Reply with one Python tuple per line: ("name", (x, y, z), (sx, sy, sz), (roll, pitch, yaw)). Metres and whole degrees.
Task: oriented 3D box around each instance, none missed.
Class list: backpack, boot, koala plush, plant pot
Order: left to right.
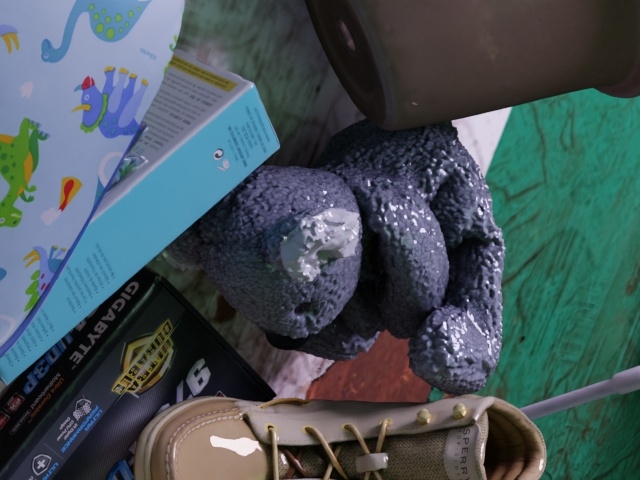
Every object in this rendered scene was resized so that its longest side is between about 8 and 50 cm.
("backpack", (-0.229, -0.096, 0.960), (0.355, 0.273, 0.290), (-51, 143, 9))
("koala plush", (0.000, 0.000, 1.257), (0.221, 0.196, 0.203), (2, 97, -44))
("boot", (0.018, 0.153, 1.234), (0.262, 0.203, 0.095), (10, 77, -54))
("plant pot", (0.113, -0.191, 1.246), (0.229, 0.263, 0.263), (-26, 128, -9))

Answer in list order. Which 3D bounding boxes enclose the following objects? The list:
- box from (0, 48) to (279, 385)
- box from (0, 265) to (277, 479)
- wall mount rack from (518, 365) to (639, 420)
("box", (-0.149, -0.022, 1.152), (0.244, 0.100, 0.060), (-42, 134, -20))
("box", (-0.151, 0.145, 1.267), (0.220, 0.051, 0.175), (-52, 136, -13))
("wall mount rack", (0.125, 0.233, 1.415), (0.350, 0.130, 0.304), (-42, 156, -53))
